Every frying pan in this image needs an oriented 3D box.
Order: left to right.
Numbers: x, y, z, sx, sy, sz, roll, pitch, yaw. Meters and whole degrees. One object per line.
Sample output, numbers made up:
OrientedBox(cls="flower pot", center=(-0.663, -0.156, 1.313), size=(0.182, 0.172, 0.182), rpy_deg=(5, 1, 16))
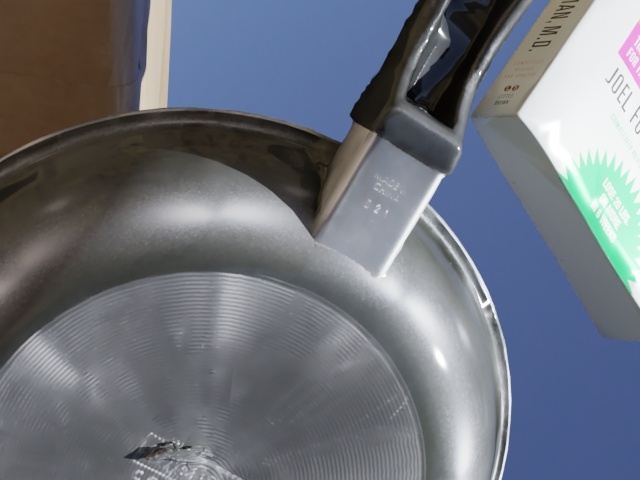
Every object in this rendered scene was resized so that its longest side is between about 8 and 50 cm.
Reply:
OrientedBox(cls="frying pan", center=(0.014, 0.024, 0.489), size=(0.326, 0.197, 0.053), rpy_deg=(-35, -159, 3))

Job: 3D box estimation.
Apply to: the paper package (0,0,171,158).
OrientedBox(cls="paper package", center=(-0.220, -0.112, 0.639), size=(0.325, 0.309, 0.168), rpy_deg=(4, -157, -1))

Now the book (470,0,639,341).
OrientedBox(cls="book", center=(0.107, -0.054, 0.541), size=(0.035, 0.096, 0.144), rpy_deg=(3, -131, 45))
